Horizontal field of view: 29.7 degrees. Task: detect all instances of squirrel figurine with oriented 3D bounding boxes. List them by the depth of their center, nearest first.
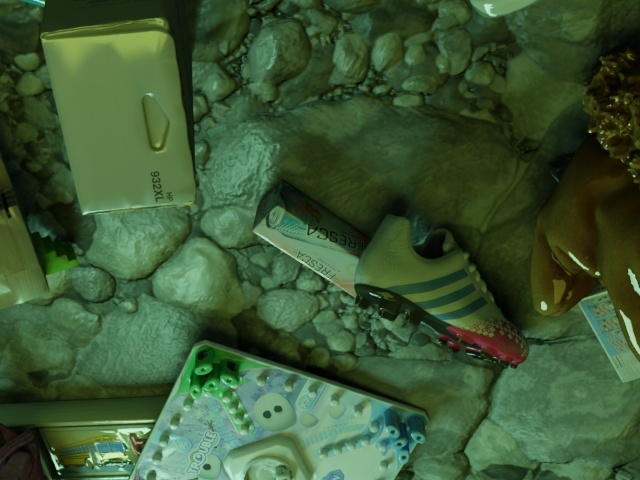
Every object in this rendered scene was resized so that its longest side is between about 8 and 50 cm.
[{"bbox_3d":[0.416,-0.022,1.333,0.281,0.370,0.397,-6,114,-5],"label":"squirrel figurine"}]

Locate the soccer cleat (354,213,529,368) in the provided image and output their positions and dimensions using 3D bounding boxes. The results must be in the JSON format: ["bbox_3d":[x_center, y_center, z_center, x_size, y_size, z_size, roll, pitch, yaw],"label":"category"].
[{"bbox_3d":[0.186,0.070,1.634,0.331,0.143,0.116,27,169,-39],"label":"soccer cleat"}]

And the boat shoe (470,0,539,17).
[{"bbox_3d":[0.278,-0.350,1.275,0.320,0.118,0.103,-23,128,32],"label":"boat shoe"}]

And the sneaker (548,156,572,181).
[{"bbox_3d":[0.365,-0.042,1.559,0.089,0.051,0.170,-20,119,19],"label":"sneaker"}]

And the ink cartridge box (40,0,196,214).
[{"bbox_3d":[-0.212,-0.208,1.314,0.129,0.307,0.223,-7,129,-3],"label":"ink cartridge box"}]

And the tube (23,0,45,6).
[{"bbox_3d":[-0.360,-0.315,1.428,0.207,0.052,0.080,11,135,-11],"label":"tube"}]

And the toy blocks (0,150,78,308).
[{"bbox_3d":[-0.536,-0.012,1.577,0.381,0.191,0.261,-19,123,-11],"label":"toy blocks"}]

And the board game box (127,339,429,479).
[{"bbox_3d":[-0.082,0.369,1.883,0.389,0.050,0.390,20,119,-15],"label":"board game box"}]

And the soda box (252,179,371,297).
[{"bbox_3d":[0.000,0.000,1.631,0.183,0.058,0.063,33,126,-20],"label":"soda box"}]

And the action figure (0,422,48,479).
[{"bbox_3d":[-0.450,0.412,1.875,0.275,0.248,0.370,-19,104,-19],"label":"action figure"}]

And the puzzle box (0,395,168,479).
[{"bbox_3d":[-0.333,0.369,1.981,0.408,0.052,0.272,-4,128,11],"label":"puzzle box"}]

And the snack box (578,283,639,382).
[{"bbox_3d":[0.425,0.130,1.708,0.064,0.022,0.178,-20,124,23],"label":"snack box"}]
